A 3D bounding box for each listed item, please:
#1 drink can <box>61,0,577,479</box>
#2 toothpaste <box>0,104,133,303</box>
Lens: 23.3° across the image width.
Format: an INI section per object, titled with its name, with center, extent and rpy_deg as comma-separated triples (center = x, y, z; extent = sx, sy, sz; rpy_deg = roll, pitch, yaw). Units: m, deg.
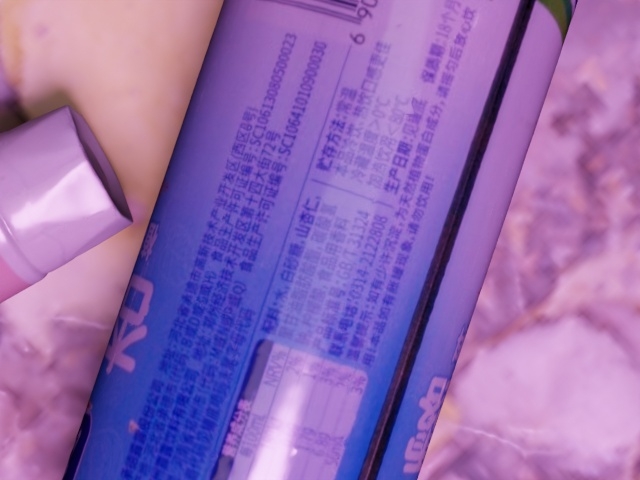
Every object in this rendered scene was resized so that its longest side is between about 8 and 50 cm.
[drink can]
center = 0.000, 0.000, 0.428
extent = 0.097, 0.097, 0.235
rpy_deg = 18, 90, -6
[toothpaste]
center = -0.148, 0.023, 0.444
extent = 0.194, 0.043, 0.067
rpy_deg = -26, 96, 2
